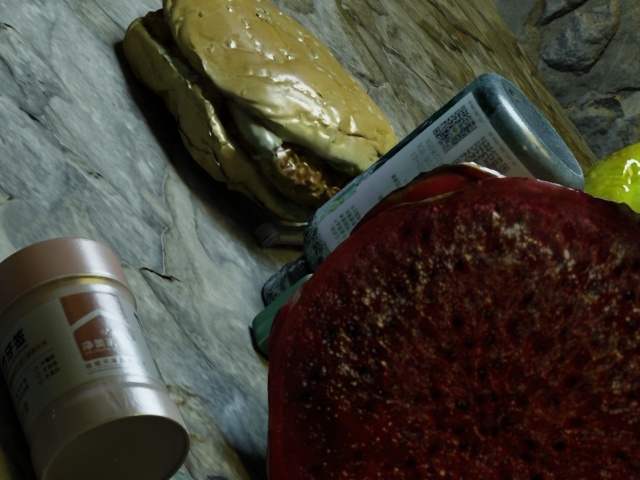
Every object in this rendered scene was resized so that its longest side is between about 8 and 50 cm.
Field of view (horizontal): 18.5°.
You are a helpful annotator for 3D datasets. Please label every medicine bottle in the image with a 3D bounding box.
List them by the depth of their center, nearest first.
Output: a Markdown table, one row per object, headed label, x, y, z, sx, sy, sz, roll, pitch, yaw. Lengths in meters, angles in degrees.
| label | x | y | z | sx | sy | sz | roll | pitch | yaw |
| --- | --- | --- | --- | --- | --- | --- | --- | --- | --- |
| medicine bottle | 0.086 | -0.011 | 1.771 | 0.141 | 0.293 | 0.141 | 46 | 15 | -16 |

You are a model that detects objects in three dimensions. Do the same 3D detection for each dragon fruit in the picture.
| label | x | y | z | sx | sy | sz | roll | pitch | yaw |
| --- | --- | --- | --- | --- | --- | --- | --- | --- | --- |
| dragon fruit | 0.155 | 0.140 | 1.534 | 0.386 | 0.371 | 0.249 | 21 | 2 | 14 |

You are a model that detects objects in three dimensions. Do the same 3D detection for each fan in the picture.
| label | x | y | z | sx | sy | sz | roll | pitch | yaw |
| --- | --- | --- | --- | --- | --- | --- | --- | --- | --- |
| fan | 0.000 | 0.000 | 1.998 | 0.282 | 0.057 | 0.023 | 1 | 61 | -63 |

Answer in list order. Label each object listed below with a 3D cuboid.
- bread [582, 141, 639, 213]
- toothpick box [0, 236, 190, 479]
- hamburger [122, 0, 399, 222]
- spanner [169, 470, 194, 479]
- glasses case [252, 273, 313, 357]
| label | x | y | z | sx | sy | sz | roll | pitch | yaw |
| --- | --- | --- | --- | --- | --- | --- | --- | --- | --- |
| bread | 0.252 | 0.073 | 1.845 | 0.208 | 0.376 | 0.251 | 35 | 45 | -8 |
| toothpick box | -0.151 | 0.084 | 1.241 | 0.098 | 0.098 | 0.149 | 33 | 25 | -50 |
| hamburger | -0.053 | -0.138 | 1.925 | 0.283 | 0.144 | 0.259 | 55 | 16 | 27 |
| spanner | -0.011 | 0.260 | 1.397 | 0.302 | 0.017 | 0.071 | 43 | 17 | -25 |
| glasses case | 0.026 | 0.109 | 1.731 | 0.184 | 0.078 | 0.039 | 42 | 17 | -32 |
